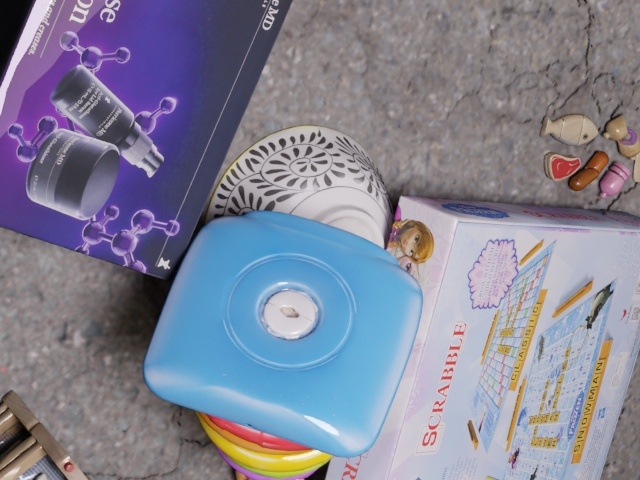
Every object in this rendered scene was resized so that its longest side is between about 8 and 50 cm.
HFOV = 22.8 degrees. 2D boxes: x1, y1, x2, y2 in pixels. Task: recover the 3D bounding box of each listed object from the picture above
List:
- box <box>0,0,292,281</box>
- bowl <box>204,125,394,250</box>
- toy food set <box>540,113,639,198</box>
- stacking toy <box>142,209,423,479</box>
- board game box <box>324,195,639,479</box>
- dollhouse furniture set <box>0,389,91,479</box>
[{"bbox_3d":[-0.147,-0.126,1.118,0.184,0.103,0.261,19,97,-36],"label":"box"},{"bbox_3d":[0.000,0.000,1.257,0.170,0.080,0.170,-10,112,-28],"label":"bowl"},{"bbox_3d":[0.247,-0.074,1.408,0.122,0.019,0.078,-5,109,-28],"label":"toy food set"},{"bbox_3d":[-0.032,0.128,1.216,0.302,0.175,0.166,97,12,-57],"label":"stacking toy"},{"bbox_3d":[0.150,0.127,1.351,0.318,0.066,0.319,3,106,-47],"label":"board game box"},{"bbox_3d":[-0.210,0.237,1.190,0.129,0.129,0.184,-40,122,-12],"label":"dollhouse furniture set"}]
